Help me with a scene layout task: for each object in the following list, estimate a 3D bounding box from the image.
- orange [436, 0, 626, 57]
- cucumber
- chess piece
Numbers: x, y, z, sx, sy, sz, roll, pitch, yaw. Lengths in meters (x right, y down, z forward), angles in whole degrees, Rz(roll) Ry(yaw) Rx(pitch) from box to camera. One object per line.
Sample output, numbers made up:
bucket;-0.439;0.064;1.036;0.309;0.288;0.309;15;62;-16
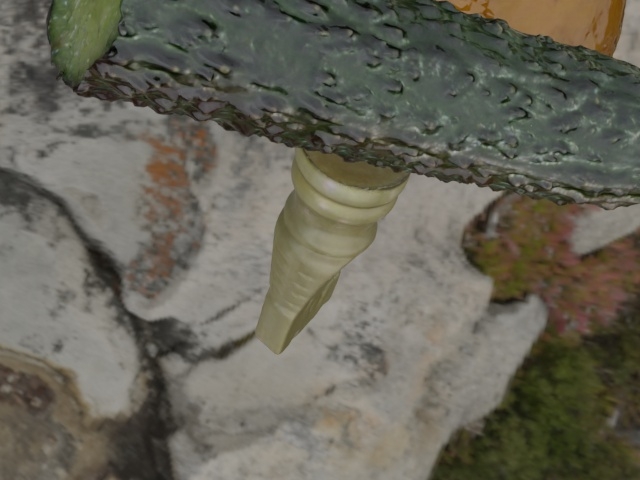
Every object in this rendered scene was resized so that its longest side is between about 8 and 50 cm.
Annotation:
orange;0.130;-0.245;1.269;0.341;0.341;0.293;-22;98;-26
cucumber;0.051;-0.078;0.632;0.359;0.096;0.096;11;91;-31
chess piece;0.000;0.000;0.986;0.090;0.090;0.200;-9;140;-29
